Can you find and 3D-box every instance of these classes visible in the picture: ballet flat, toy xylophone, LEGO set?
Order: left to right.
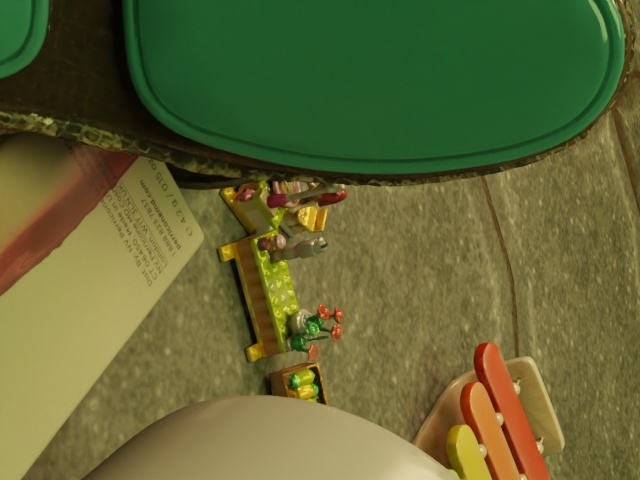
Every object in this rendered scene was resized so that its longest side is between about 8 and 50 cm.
[{"bbox_3d":[-0.107,-0.117,0.580,0.182,0.483,0.164,-120,-148,-73],"label":"ballet flat"},{"bbox_3d":[0.000,0.000,0.977,0.132,0.107,0.287,34,53,-48],"label":"LEGO set"},{"bbox_3d":[0.145,0.259,1.148,0.236,0.081,0.322,62,36,-26],"label":"toy xylophone"}]

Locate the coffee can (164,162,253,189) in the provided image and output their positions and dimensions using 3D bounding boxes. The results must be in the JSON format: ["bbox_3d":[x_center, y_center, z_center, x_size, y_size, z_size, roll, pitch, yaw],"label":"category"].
[{"bbox_3d":[-0.040,-0.154,0.814,0.275,0.201,0.201,-41,116,-72],"label":"coffee can"}]

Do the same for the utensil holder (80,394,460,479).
[{"bbox_3d":[-0.086,0.289,0.564,0.385,0.327,0.327,-42,116,-57],"label":"utensil holder"}]

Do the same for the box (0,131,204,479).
[{"bbox_3d":[-0.190,0.025,0.634,0.127,0.148,0.232,63,35,-24],"label":"box"}]
